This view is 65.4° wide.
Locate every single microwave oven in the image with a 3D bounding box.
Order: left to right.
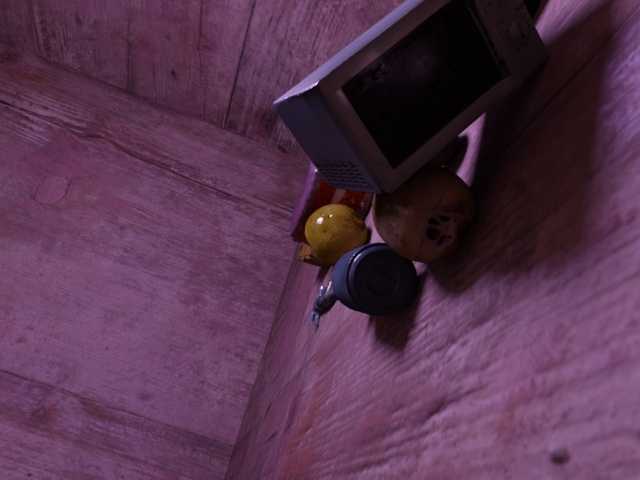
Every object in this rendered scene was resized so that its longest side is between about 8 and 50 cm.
[{"bbox_3d":[0.142,-0.255,0.836,0.355,0.218,0.286,-41,18,-11],"label":"microwave oven"}]

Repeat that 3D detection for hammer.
[{"bbox_3d":[0.013,0.208,1.740,0.226,0.041,0.158,126,163,-63],"label":"hammer"}]

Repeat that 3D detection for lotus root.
[{"bbox_3d":[0.170,-0.065,0.922,0.342,0.151,0.169,-115,48,-74],"label":"lotus root"}]

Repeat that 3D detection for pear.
[{"bbox_3d":[0.056,-0.022,1.550,0.197,0.197,0.197,-159,90,-83],"label":"pear"}]

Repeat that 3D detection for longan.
[{"bbox_3d":[0.241,-0.201,1.041,0.113,0.092,0.113,-53,-18,-25],"label":"longan"}]

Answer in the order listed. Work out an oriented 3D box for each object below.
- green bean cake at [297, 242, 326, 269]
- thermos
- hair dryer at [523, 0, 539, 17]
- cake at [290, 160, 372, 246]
[{"bbox_3d":[0.000,0.000,2.074,0.230,0.131,0.224,168,120,-78],"label":"green bean cake"},{"bbox_3d":[0.108,0.075,1.083,0.182,0.145,0.286,-38,2,-8],"label":"thermos"},{"bbox_3d":[0.322,-0.376,0.996,0.197,0.089,0.251,-102,28,-76],"label":"hair dryer"},{"bbox_3d":[0.036,-0.134,1.768,0.230,0.237,0.309,-81,13,-59],"label":"cake"}]
